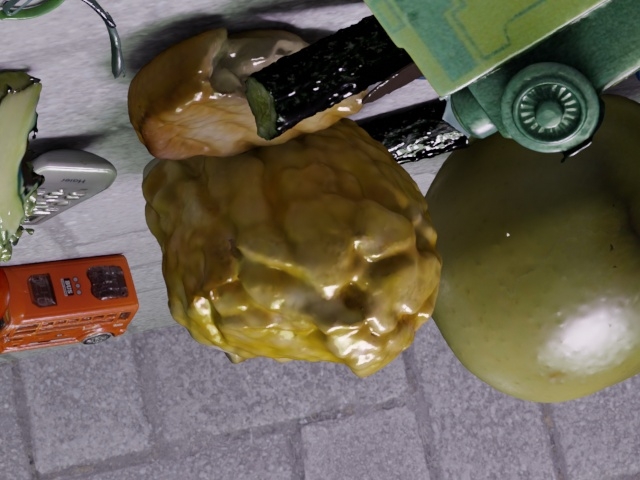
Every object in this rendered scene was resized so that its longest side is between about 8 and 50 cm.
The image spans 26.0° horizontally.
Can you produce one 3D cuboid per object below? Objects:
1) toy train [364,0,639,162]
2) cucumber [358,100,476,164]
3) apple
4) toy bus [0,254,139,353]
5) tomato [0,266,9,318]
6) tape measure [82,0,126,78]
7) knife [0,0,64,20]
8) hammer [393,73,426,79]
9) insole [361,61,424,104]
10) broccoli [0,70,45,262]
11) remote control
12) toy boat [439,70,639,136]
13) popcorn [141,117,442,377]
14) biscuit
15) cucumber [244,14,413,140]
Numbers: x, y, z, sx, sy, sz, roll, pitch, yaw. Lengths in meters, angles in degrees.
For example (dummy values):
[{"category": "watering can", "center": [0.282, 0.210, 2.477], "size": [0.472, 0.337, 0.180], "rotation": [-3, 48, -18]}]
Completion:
[{"category": "toy train", "center": [0.239, -0.233, 1.159], "size": [0.369, 0.237, 0.150], "rotation": [-30, -161, 26]}, {"category": "cucumber", "center": [0.076, -0.133, 1.941], "size": [0.303, 0.072, 0.081], "rotation": [-14, 173, 12]}, {"category": "apple", "center": [0.369, 0.002, 2.040], "size": [0.473, 0.473, 0.473], "rotation": [-12, 171, -2]}, {"category": "toy bus", "center": [-0.499, 0.113, 2.460], "size": [0.329, 0.143, 0.153], "rotation": [-6, 159, -31]}, {"category": "tomato", "center": [-0.581, 0.083, 2.166], "size": [0.195, 0.136, 0.195], "rotation": [-10, 172, -1]}, {"category": "tape measure", "center": [-0.283, -0.187, 1.101], "size": [0.164, 0.084, 0.330], "rotation": [-14, 169, 23]}, {"category": "knife", "center": [-0.202, -0.230, 1.177], "size": [0.054, 0.015, 0.212], "rotation": [-5, 168, -41]}, {"category": "hammer", "center": [0.155, -0.207, 1.648], "size": [0.194, 0.069, 0.116], "rotation": [-1, 167, -31]}, {"category": "insole", "center": [0.157, -0.209, 1.464], "size": [0.328, 0.007, 0.111], "rotation": [-31, 174, -39]}, {"category": "broccoli", "center": [-0.413, -0.087, 1.476], "size": [0.180, 0.273, 0.242], "rotation": [32, -157, 24]}, {"category": "remote control", "center": [-0.372, -0.069, 1.814], "size": [0.109, 0.055, 0.313], "rotation": [0, 170, -31]}, {"category": "toy boat", "center": [0.271, -0.222, 1.537], "size": [0.291, 0.070, 0.210], "rotation": [-16, 145, -8]}, {"category": "popcorn", "center": [-0.033, -0.011, 1.743], "size": [0.390, 0.354, 0.344], "rotation": [-1, 144, 36]}, {"category": "biscuit", "center": [-0.097, -0.159, 1.506], "size": [0.213, 0.091, 0.274], "rotation": [-23, 168, 34]}, {"category": "cucumber", "center": [0.059, -0.195, 1.413], "size": [0.300, 0.072, 0.072], "rotation": [-28, 174, -14]}]
